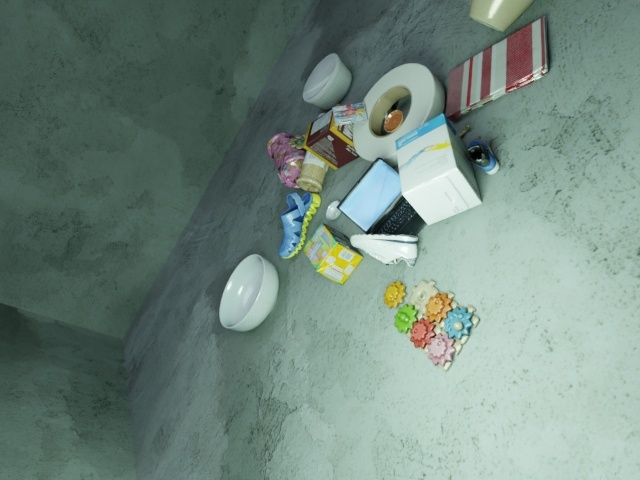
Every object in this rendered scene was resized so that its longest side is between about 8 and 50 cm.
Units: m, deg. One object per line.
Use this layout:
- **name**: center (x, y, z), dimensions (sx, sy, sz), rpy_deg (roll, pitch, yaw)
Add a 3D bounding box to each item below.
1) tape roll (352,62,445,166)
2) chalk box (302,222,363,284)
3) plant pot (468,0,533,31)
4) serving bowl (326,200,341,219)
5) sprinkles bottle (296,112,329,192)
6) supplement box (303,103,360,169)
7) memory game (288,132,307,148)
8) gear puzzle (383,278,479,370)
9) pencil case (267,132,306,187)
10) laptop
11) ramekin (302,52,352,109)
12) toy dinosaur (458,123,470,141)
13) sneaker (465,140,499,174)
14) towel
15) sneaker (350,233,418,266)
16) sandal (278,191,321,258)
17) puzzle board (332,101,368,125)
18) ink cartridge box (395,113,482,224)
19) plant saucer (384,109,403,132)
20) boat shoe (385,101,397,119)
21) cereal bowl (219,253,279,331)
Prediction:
- **tape roll**: center (0.277, -0.462, 1.656), dimensions (0.391, 0.071, 0.393), rpy_deg (-25, 56, 42)
- **chalk box**: center (0.034, 0.035, 1.614), dimensions (0.132, 0.132, 0.213), rpy_deg (-54, 31, 12)
- **plant pot**: center (0.591, -0.813, 1.391), dimensions (0.274, 0.256, 0.257), rpy_deg (-66, 27, 27)
- **serving bowl**: center (0.059, -0.116, 1.793), dimensions (0.083, 0.027, 0.084), rpy_deg (-35, 40, 36)
- **sprinkles bottle**: center (-0.004, -0.396, 2.014), dimensions (0.121, 0.121, 0.356), rpy_deg (-8, 59, 53)
- **supplement box**: center (0.069, -0.425, 1.862), dimensions (0.194, 0.191, 0.129), rpy_deg (-22, 47, 47)
- **memory game**: center (-0.066, -0.484, 2.162), dimensions (0.186, 0.012, 0.186), rpy_deg (-5, 33, 4)
- **gear puzzle**: center (0.272, 0.191, 1.225), dimensions (0.176, 0.044, 0.339), rpy_deg (-59, 31, 5)
- **pencil case**: center (-0.156, -0.405, 2.215), dimensions (0.386, 0.167, 0.160), rpy_deg (-117, 29, -54)
- **laptop**: center (0.206, -0.100, 1.462), dimensions (0.234, 0.136, 0.264), rpy_deg (-50, 33, 19)
- **ramekin**: center (0.041, -0.786, 2.249), dimensions (0.272, 0.127, 0.273), rpy_deg (-35, 40, 36)
- **toy dinosaur**: center (0.403, -0.315, 1.443), dimensions (0.183, 0.053, 0.093), rpy_deg (-13, 40, 42)
- **sneaker**: center (0.448, -0.256, 1.279), dimensions (0.058, 0.084, 0.152), rpy_deg (-43, 36, 28)
- **towel**: center (0.546, -0.530, 1.403), dimensions (0.328, 0.037, 0.237), rpy_deg (-19, 49, 46)
- **sneaker**: center (0.191, 0.026, 1.395), dimensions (0.234, 0.090, 0.095), rpy_deg (5, 98, 41)
- **sandal**: center (-0.120, -0.079, 1.924), dimensions (0.126, 0.138, 0.318), rpy_deg (4, 71, 54)
- **puzzle board**: center (0.114, -0.493, 1.734), dimensions (0.128, 0.011, 0.097), rpy_deg (-9, 60, 3)
- **ink cartridge box**: center (0.336, -0.202, 1.295), dimensions (0.168, 0.171, 0.233), rpy_deg (-25, 45, 30)
- **plant saucer**: center (0.261, -0.422, 1.585), dimensions (0.083, 0.013, 0.084), rpy_deg (-25, 55, 42)
- **boat shoe**: center (0.289, -0.543, 1.780), dimensions (0.040, 0.049, 0.142), rpy_deg (-5, 68, 45)
- **cereal bowl**: center (-0.285, 0.236, 1.911), dimensions (0.338, 0.141, 0.339), rpy_deg (-34, 41, 37)
